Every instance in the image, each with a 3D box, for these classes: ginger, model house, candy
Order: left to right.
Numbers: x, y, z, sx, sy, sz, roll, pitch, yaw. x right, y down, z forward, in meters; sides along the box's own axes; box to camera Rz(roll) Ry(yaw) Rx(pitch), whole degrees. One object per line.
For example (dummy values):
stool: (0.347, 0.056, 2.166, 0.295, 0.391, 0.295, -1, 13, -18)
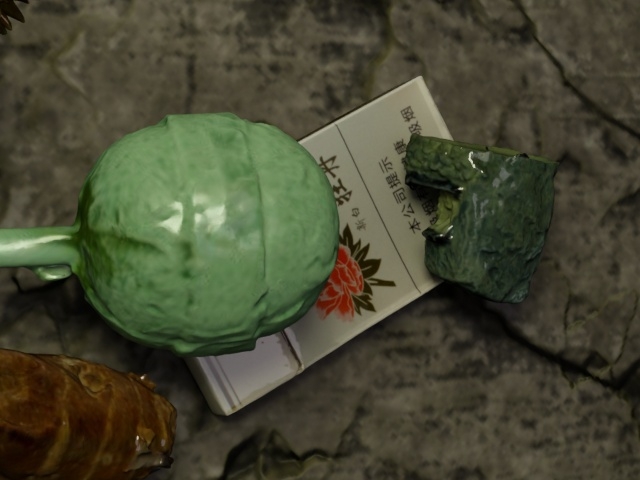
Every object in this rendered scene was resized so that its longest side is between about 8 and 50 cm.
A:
candy: (-0.205, 0.008, 0.823, 0.440, 0.119, 0.119, -4, 86, -15)
ginger: (-0.152, 0.094, 0.851, 0.162, 0.103, 0.073, 21, 32, -43)
model house: (0.082, -0.011, 0.970, 0.079, 0.066, 0.083, 5, 98, -38)

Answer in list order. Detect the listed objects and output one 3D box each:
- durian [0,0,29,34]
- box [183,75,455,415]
durian: (-0.244, -0.112, 0.792, 0.252, 0.139, 0.144, 22, 45, 4)
box: (0.000, 0.000, 0.968, 0.198, 0.029, 0.109, -30, 97, -26)
